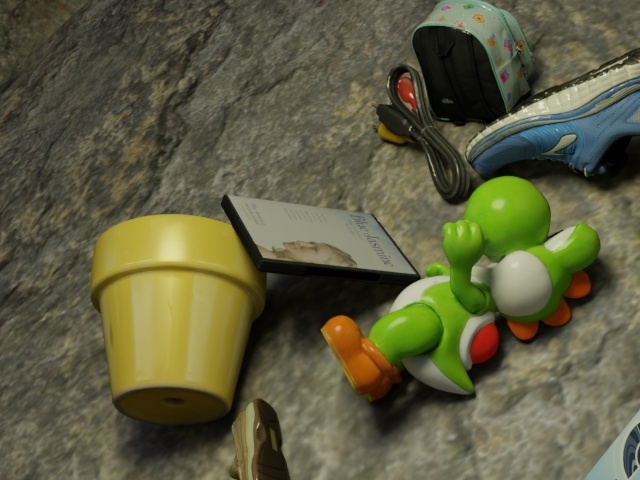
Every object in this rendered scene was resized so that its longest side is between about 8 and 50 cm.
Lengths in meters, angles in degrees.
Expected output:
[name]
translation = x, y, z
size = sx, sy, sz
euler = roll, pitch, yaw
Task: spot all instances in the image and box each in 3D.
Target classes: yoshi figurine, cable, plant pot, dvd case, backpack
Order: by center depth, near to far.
[yoshi figurine]
translation = 0.169, 0.045, 1.332
size = 0.362, 0.203, 0.203
euler = -30, 32, 1
[dvd case]
translation = 0.000, 0.000, 1.485
size = 0.180, 0.253, 0.022
euler = 55, 131, 51
[plant pot]
translation = -0.205, 0.125, 1.486
size = 0.254, 0.254, 0.239
euler = -14, 59, 24
[backpack]
translation = 0.235, -0.287, 1.622
size = 0.166, 0.188, 0.144
euler = 16, 60, 44
[cable]
translation = 0.169, -0.177, 1.629
size = 0.287, 0.072, 0.139
euler = 47, 125, 44

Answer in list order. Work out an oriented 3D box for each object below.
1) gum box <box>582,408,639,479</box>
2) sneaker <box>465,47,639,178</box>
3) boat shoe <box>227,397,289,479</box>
[gum box]
translation = 0.358, 0.238, 1.038
size = 0.184, 0.041, 0.157
euler = -61, 29, 25
[sneaker]
translation = 0.340, -0.138, 1.439
size = 0.130, 0.147, 0.330
euler = -33, 8, -41
[boat shoe]
translation = -0.087, 0.294, 1.362
size = 0.072, 0.068, 0.190
euler = -36, 27, 17
